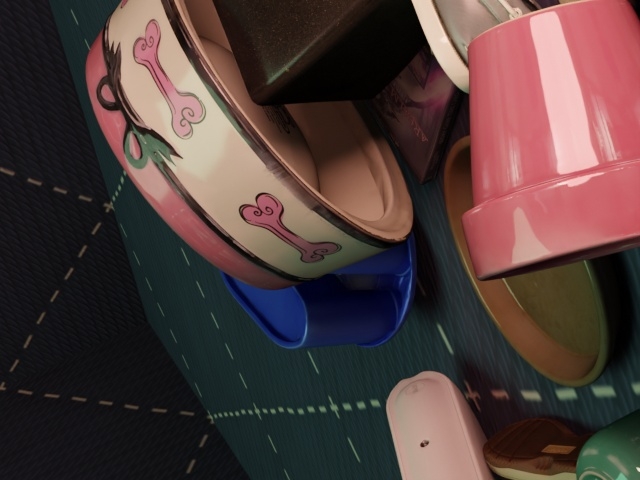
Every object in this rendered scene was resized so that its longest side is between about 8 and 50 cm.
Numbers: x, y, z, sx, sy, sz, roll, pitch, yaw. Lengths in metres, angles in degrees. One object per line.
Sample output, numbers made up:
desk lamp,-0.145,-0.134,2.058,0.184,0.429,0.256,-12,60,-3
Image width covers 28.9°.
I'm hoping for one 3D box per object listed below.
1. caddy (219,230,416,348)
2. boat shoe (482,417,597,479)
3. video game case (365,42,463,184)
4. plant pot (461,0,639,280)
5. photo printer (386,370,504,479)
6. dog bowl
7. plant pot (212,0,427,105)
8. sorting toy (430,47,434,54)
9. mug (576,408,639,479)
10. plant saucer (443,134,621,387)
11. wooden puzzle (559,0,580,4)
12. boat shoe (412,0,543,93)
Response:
caddy,0.000,0.000,1.657,0.341,0.179,0.241,45,132,47
boat shoe,0.264,0.261,1.356,0.095,0.095,0.257,62,164,-8
video game case,0.089,-0.206,1.354,0.196,0.026,0.274,59,161,21
plant pot,0.195,-0.078,0.944,0.201,0.201,0.180,148,111,-73
photo printer,0.177,0.323,1.527,0.307,0.107,0.256,-101,-15,-63
dog bowl,-0.081,-0.125,1.337,0.408,0.150,0.408,45,-159,-22
plant pot,0.018,-0.252,1.188,0.167,0.188,0.187,-30,77,41
sorting toy,0.148,-0.169,1.180,0.083,0.045,0.075,30,169,7
mug,0.305,0.242,1.162,0.129,0.097,0.157,-1,109,65
plant saucer,0.214,0.016,1.255,0.278,0.041,0.278,54,160,31
wooden puzzle,0.166,-0.332,0.844,0.322,0.080,0.348,65,164,1
boat shoe,0.113,-0.292,1.093,0.099,0.116,0.319,-24,81,31
